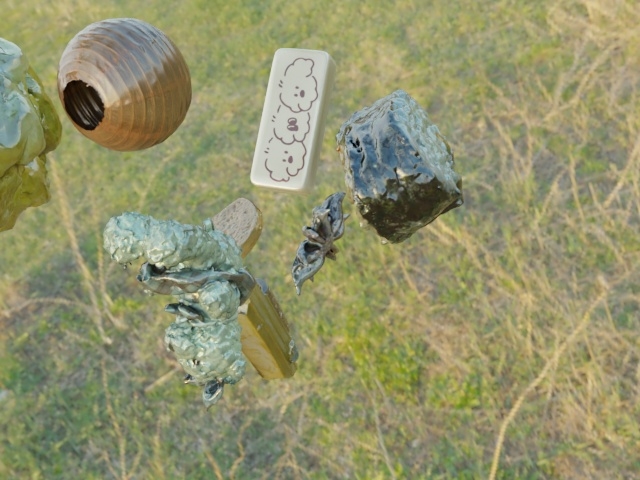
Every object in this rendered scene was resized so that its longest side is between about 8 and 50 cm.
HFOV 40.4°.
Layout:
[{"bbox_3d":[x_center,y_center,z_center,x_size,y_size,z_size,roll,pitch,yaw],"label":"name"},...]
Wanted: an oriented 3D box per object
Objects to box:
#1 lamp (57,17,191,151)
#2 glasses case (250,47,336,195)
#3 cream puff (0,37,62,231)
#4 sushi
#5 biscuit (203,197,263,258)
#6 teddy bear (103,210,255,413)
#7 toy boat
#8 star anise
[{"bbox_3d":[-0.198,-0.158,0.885,0.136,0.136,0.136,-20,28,12],"label":"lamp"},{"bbox_3d":[-0.063,-0.278,2.039,0.144,0.076,0.336,8,84,19],"label":"glasses case"},{"bbox_3d":[-0.508,-0.118,1.237,0.291,0.257,0.324,-21,62,2],"label":"cream puff"},{"bbox_3d":[0.124,-0.129,1.470,0.171,0.211,0.350,-37,20,17],"label":"sushi"},{"bbox_3d":[-0.175,-0.001,1.621,0.142,0.029,0.220,-10,39,31],"label":"biscuit"},{"bbox_3d":[-0.117,0.051,0.845,0.111,0.213,0.133,-37,35,-29],"label":"teddy bear"},{"bbox_3d":[-0.119,0.164,1.739,0.089,0.310,0.115,-5,47,24],"label":"toy boat"},{"bbox_3d":[0.000,0.000,1.673,0.061,0.204,0.181,24,16,22],"label":"star anise"}]
